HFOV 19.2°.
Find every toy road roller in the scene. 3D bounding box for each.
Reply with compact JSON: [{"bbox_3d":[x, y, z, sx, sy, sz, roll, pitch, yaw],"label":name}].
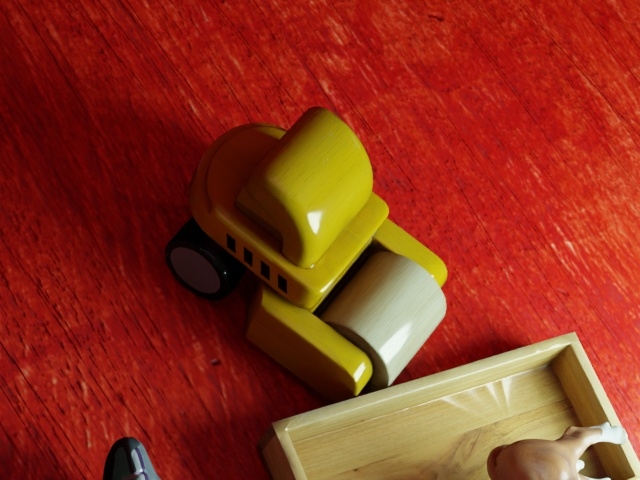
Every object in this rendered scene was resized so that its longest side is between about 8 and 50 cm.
[{"bbox_3d":[0.000,0.000,2.150,0.329,0.240,0.202,38,57,4],"label":"toy road roller"}]

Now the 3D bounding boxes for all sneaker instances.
[{"bbox_3d":[-0.166,0.317,2.025,0.098,0.083,0.224,-3,72,-36],"label":"sneaker"}]

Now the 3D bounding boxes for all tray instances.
[{"bbox_3d":[0.153,0.257,2.164,0.410,0.076,0.203,-14,68,-27],"label":"tray"}]

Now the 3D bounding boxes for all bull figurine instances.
[{"bbox_3d":[0.302,0.338,2.058,0.188,0.101,0.310,-12,60,-31],"label":"bull figurine"}]
